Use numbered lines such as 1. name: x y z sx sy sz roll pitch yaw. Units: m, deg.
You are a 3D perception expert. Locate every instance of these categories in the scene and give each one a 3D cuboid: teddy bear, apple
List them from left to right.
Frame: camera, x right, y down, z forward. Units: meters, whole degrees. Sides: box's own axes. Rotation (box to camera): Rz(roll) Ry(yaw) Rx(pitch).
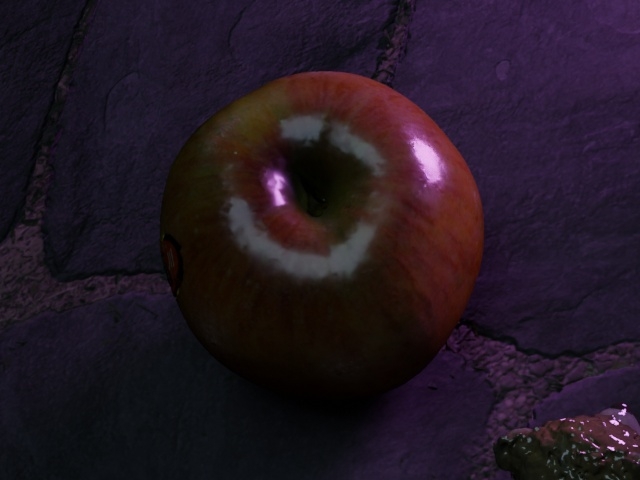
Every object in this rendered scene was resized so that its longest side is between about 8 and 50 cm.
1. apple: 0.000 0.000 2.074 0.400 0.333 0.400 -2 65 4
2. teddy bear: 0.295 0.253 1.803 0.267 0.256 0.156 5 65 27
